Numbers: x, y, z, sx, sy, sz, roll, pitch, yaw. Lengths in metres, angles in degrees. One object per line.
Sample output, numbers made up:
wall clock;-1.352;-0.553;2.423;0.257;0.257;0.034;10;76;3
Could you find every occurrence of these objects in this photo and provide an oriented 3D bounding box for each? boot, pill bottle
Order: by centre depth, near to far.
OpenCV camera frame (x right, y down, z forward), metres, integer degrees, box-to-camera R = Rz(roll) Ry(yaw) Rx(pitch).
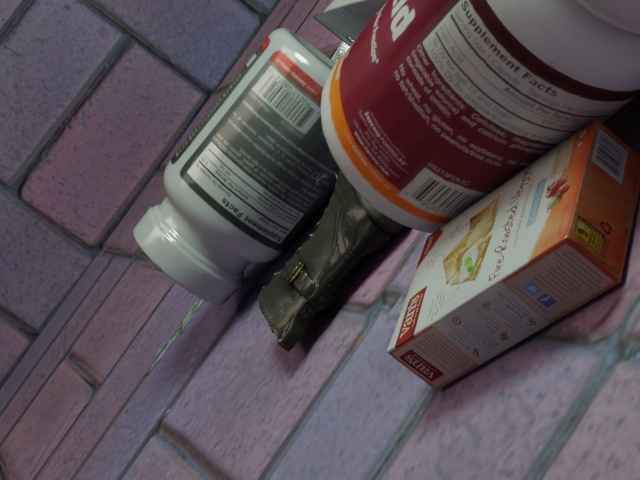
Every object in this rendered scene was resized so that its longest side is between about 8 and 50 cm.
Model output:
pill bottle;0.181;-0.187;1.218;0.392;0.224;0.224;-45;16;50
boot;0.000;0.000;1.658;0.229;0.091;0.263;-48;18;14
pill bottle;-0.090;-0.101;1.919;0.363;0.210;0.210;-50;15;10

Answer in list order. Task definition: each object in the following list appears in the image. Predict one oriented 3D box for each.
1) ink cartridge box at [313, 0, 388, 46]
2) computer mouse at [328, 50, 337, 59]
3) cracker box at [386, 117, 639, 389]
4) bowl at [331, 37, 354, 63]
ink cartridge box;0.118;-0.271;1.748;0.069;0.176;0.371;-55;15;-7
computer mouse;0.013;-0.248;2.229;0.188;0.072;0.272;-43;6;39
cracker box;0.168;0.015;1.179;0.232;0.067;0.155;-39;20;43
bowl;0.089;-0.286;2.049;0.170;0.080;0.170;-47;17;19
